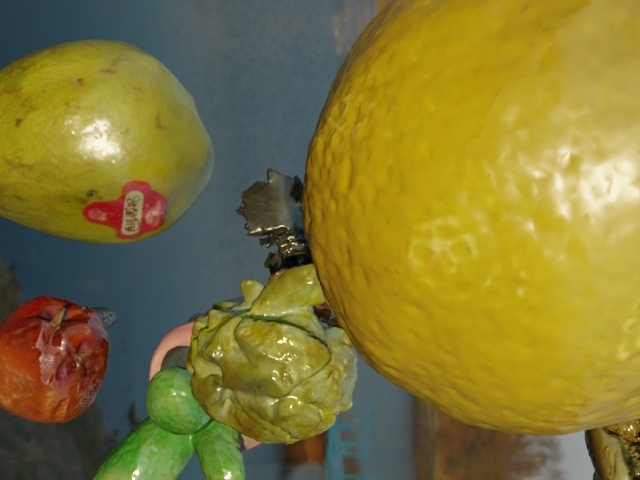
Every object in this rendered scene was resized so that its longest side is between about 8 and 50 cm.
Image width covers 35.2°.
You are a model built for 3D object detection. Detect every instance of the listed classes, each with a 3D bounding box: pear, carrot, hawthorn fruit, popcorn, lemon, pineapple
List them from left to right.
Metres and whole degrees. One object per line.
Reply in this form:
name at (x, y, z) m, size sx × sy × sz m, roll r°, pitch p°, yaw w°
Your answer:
hawthorn fruit at (-0.357, 0.150, 1.304) m, size 0.179 × 0.173 × 0.173 m, roll 68°, pitch 17°, yaw -77°
pear at (-0.338, -0.133, 1.400) m, size 0.287 × 0.375 × 0.287 m, roll 173°, pitch -90°, yaw -78°
carrot at (-0.365, 0.130, 1.611) m, size 0.161 × 0.055 × 0.055 m, roll -43°, pitch 127°, yaw -83°
popcorn at (-0.040, 0.115, 1.075) m, size 0.198 × 0.198 × 0.212 m, roll -16°, pitch 120°, yaw -84°
pineapple at (0.000, 0.000, 1.208) m, size 0.278 × 0.158 × 0.158 m, roll 45°, pitch 35°, yaw -50°
lemon at (0.124, -0.028, 0.558) m, size 0.293 × 0.293 × 0.293 m, roll -6°, pitch 90°, yaw -84°

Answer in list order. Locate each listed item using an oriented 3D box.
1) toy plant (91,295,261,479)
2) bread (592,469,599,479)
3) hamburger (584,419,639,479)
toy plant at (-0.170, 0.240, 1.446) m, size 0.317 × 0.210 × 0.356 m, roll -54°, pitch 179°, yaw 33°
bread at (0.525, 0.273, 1.209) m, size 0.308 × 0.348 × 0.348 m, roll -55°, pitch 167°, yaw -6°
hamburger at (0.306, 0.202, 0.888) m, size 0.185 × 0.131 × 0.159 m, roll -9°, pitch 77°, yaw -66°
